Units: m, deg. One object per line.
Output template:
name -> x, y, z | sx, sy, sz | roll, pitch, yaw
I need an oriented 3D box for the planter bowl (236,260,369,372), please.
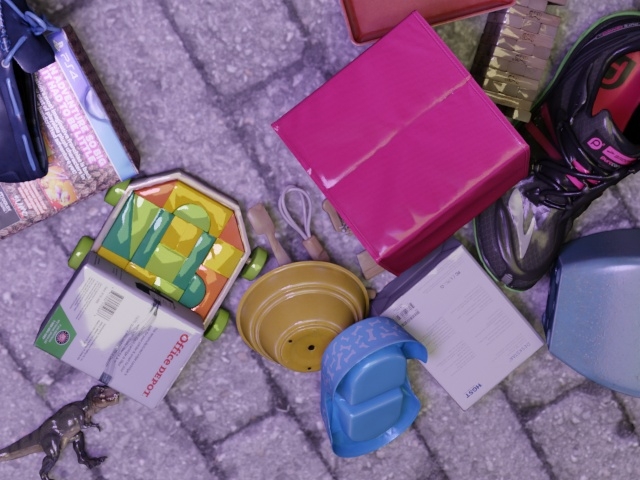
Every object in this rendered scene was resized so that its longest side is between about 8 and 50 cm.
planter bowl -> -0.021, 0.143, 1.702 | 0.217, 0.090, 0.217 | -6, 130, -7

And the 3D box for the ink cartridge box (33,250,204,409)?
ink cartridge box -> -0.301, 0.136, 1.630 | 0.208, 0.087, 0.153 | 33, 98, -14

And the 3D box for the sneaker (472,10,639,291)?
sneaker -> 0.392, -0.139, 1.675 | 0.185, 0.202, 0.482 | 25, 99, -13

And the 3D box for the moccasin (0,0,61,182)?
moccasin -> -0.401, -0.245, 1.427 | 0.117, 0.137, 0.342 | 7, 114, 5

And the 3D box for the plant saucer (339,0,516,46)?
plant saucer -> 0.135, -0.439, 1.613 | 0.259, 0.048, 0.258 | -16, 89, -5

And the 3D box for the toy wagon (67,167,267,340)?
toy wagon -> -0.259, 0.063, 1.698 | 0.267, 0.068, 0.344 | 30, 98, -14

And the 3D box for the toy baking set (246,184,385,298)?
toy baking set -> 0.001, 0.007, 1.732 | 0.256, 0.030, 0.196 | -3, 99, -21

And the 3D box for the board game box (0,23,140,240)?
board game box -> -0.446, -0.148, 1.577 | 0.291, 0.141, 0.232 | -26, 106, -2

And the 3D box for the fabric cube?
fabric cube -> 0.124, -0.130, 1.568 | 0.258, 0.254, 0.259 | -38, 80, 6

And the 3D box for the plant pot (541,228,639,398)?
plant pot -> 0.496, 0.108, 1.743 | 0.252, 0.248, 0.247 | 8, 104, 6

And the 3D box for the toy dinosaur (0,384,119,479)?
toy dinosaur -> -0.424, 0.333, 1.747 | 0.268, 0.064, 0.118 | -29, 92, 0

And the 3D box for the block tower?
block tower -> 0.318, -0.358, 1.667 | 0.097, 0.091, 0.335 | 13, 101, -11

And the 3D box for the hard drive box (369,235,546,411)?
hard drive box -> 0.225, 0.135, 1.779 | 0.181, 0.089, 0.232 | -40, 106, 3

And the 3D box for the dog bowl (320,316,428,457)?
dog bowl -> 0.076, 0.232, 1.719 | 0.166, 0.074, 0.297 | -21, 141, -18
